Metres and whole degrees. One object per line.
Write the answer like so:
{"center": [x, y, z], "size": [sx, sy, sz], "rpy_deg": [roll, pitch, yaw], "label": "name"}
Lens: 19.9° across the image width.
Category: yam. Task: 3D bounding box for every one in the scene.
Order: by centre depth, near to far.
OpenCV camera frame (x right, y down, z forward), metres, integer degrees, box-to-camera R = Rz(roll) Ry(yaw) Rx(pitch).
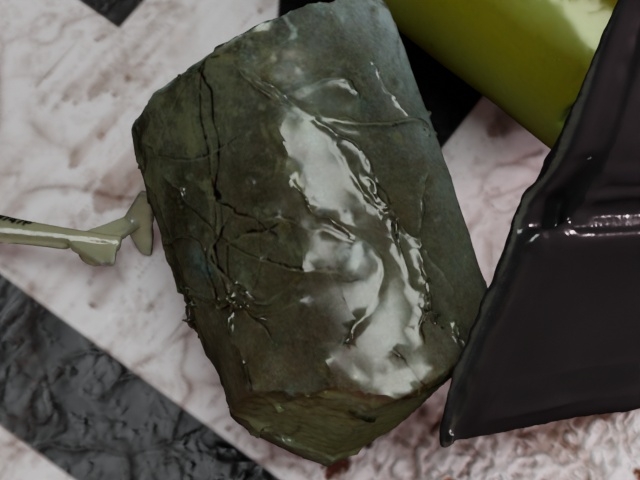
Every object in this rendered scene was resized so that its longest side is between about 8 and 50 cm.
{"center": [-0.004, 0.001, 1.199], "size": [0.201, 0.202, 0.271], "rpy_deg": [-23, 76, -12], "label": "yam"}

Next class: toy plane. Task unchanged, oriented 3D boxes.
{"center": [-0.260, -0.014, 1.246], "size": [0.286, 0.092, 0.108], "rpy_deg": [9, 43, 1], "label": "toy plane"}

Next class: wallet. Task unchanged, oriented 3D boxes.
{"center": [0.200, -0.024, 1.134], "size": [0.247, 0.323, 0.041], "rpy_deg": [-2, 26, -47], "label": "wallet"}

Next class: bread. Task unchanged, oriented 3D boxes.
{"center": [0.143, -0.229, 1.289], "size": [0.376, 0.208, 0.251], "rpy_deg": [40, 78, 11], "label": "bread"}
